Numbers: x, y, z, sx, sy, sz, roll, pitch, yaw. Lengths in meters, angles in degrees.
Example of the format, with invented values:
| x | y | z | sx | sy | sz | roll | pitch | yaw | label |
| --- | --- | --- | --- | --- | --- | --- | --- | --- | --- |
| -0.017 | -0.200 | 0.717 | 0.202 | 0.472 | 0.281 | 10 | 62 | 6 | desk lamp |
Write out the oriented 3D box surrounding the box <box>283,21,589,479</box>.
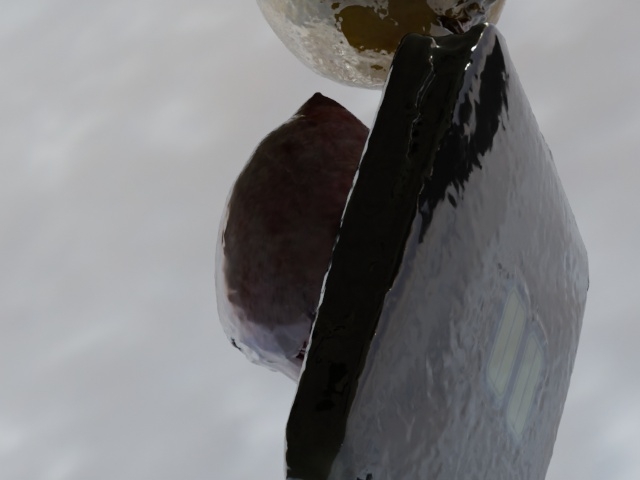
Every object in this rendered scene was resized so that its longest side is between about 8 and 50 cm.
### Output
| x | y | z | sx | sy | sz | roll | pitch | yaw | label |
| --- | --- | --- | --- | --- | --- | --- | --- | --- | --- |
| 0.094 | 0.069 | 1.010 | 0.091 | 0.350 | 0.359 | 4 | -119 | 27 | box |

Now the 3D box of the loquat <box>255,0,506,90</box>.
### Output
| x | y | z | sx | sy | sz | roll | pitch | yaw | label |
| --- | --- | --- | --- | --- | --- | --- | --- | --- | --- |
| 0.050 | -0.238 | 1.241 | 0.238 | 0.238 | 0.193 | 5 | -130 | 49 | loquat |

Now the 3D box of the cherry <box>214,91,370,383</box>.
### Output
| x | y | z | sx | sy | sz | roll | pitch | yaw | label |
| --- | --- | --- | --- | --- | --- | --- | --- | --- | --- |
| 0.000 | 0.000 | 1.167 | 0.175 | 0.250 | 0.192 | 2 | 175 | -21 | cherry |
